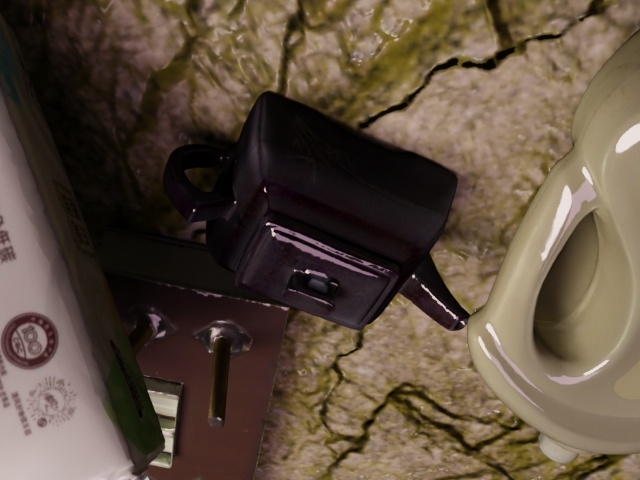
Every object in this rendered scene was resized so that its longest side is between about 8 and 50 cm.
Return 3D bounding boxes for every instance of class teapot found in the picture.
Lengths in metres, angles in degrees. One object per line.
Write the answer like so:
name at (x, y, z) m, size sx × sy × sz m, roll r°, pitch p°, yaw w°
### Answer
teapot at (0.000, 0.000, 0.459) m, size 0.177 × 0.096 × 0.087 m, roll 23°, pitch 129°, yaw -11°

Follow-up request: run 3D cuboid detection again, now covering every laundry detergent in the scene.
laundry detergent at (0.168, 0.024, 0.440) m, size 0.181 × 0.091 × 0.253 m, roll 4°, pitch 129°, yaw -20°

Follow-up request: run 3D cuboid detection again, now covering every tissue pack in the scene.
tissue pack at (-0.183, 0.025, 0.426) m, size 0.159 × 0.145 × 0.230 m, roll -22°, pitch 85°, yaw -1°

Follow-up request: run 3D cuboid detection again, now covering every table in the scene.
table at (-0.098, 0.125, 0.566) m, size 0.121 × 0.111 × 0.240 m, roll 11°, pitch 130°, yaw -1°
